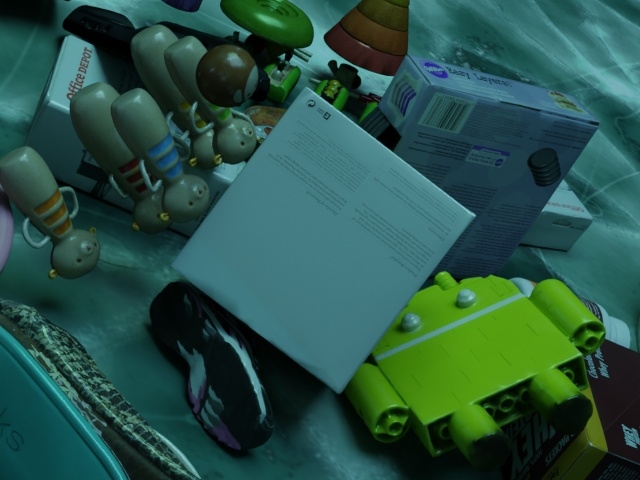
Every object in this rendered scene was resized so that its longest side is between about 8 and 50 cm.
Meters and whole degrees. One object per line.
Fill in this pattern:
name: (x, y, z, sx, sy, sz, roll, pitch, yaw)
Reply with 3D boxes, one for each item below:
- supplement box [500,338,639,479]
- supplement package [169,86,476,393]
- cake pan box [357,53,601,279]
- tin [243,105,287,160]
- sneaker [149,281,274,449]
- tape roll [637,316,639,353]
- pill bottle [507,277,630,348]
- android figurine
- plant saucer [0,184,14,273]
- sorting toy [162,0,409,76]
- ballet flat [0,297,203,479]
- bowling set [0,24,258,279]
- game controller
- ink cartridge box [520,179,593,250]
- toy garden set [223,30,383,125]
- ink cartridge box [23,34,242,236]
supplement box: (0.293, 0.211, 1.410, 0.194, 0.129, 0.191, 22, 31, -17)
supplement package: (0.000, 0.000, 1.320, 0.194, 0.203, 0.149, 37, -1, -1)
cake pan box: (0.144, -0.070, 1.576, 0.267, 0.246, 0.070, 7, 34, -35)
tin: (-0.018, -0.111, 1.694, 0.189, 0.040, 0.106, 5, 36, -40)
sneaker: (-0.080, 0.108, 1.279, 0.077, 0.072, 0.178, 14, 39, -48)
tape roll: (0.518, 0.080, 1.701, 0.169, 0.246, 0.246, 26, 30, -11)
pill bottle: (0.270, 0.101, 1.595, 0.152, 0.086, 0.086, 18, 33, -23)
android figurine: (0.144, 0.113, 1.371, 0.248, 0.056, 0.273, -22, 33, -8)
plant saucer: (-0.419, -0.028, 1.147, 0.332, 0.084, 0.332, 23, 30, -14)
sorting toy: (-0.025, -0.317, 1.784, 0.365, 0.126, 0.127, 13, 27, -27)
ballet flat: (-0.109, 0.226, 1.009, 0.483, 0.164, 0.182, 48, 13, 29)
bowling set: (-0.125, -0.080, 1.258, 0.287, 0.200, 0.154, -51, 123, -40)
game controller: (-0.175, -0.205, 1.549, 0.166, 0.067, 0.319, 7, 10, -25)
ink cartridge box: (0.271, -0.061, 1.861, 0.109, 0.063, 0.150, 8, 38, -37)
toy garden set: (-0.009, -0.214, 1.797, 0.244, 0.049, 0.204, 25, 22, 0)
ink cartridge box: (-0.194, -0.108, 1.472, 0.208, 0.087, 0.153, 25, 31, -15)
